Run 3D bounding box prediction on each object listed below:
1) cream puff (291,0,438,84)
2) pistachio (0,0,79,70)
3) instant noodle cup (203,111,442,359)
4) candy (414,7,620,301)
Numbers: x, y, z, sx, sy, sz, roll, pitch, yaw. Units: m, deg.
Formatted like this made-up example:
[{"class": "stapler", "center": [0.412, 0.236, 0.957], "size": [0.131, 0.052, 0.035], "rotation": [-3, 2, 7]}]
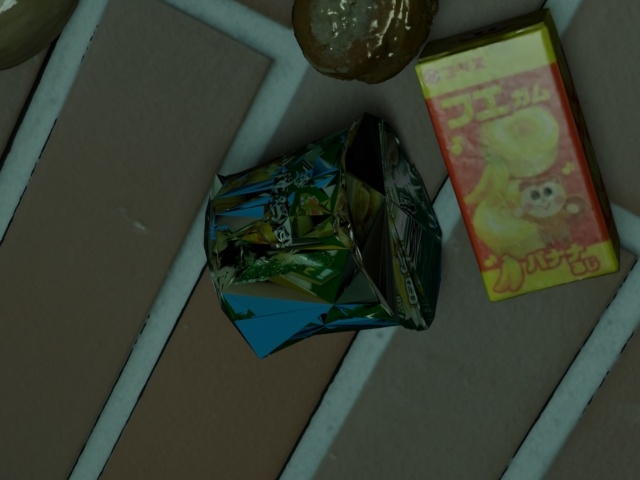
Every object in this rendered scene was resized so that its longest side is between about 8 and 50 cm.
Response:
[{"class": "cream puff", "center": [0.049, -0.234, 1.774], "size": [0.165, 0.115, 0.150], "rotation": [-18, 92, 30]}, {"class": "pistachio", "center": [-0.322, -0.254, 1.847], "size": [0.185, 0.108, 0.126], "rotation": [-44, 120, 14]}, {"class": "instant noodle cup", "center": [0.000, 0.000, 1.820], "size": [0.178, 0.240, 0.240], "rotation": [-15, 106, 25]}, {"class": "candy", "center": [0.207, -0.086, 1.813], "size": [0.146, 0.088, 0.276], "rotation": [-16, 106, 17]}]
